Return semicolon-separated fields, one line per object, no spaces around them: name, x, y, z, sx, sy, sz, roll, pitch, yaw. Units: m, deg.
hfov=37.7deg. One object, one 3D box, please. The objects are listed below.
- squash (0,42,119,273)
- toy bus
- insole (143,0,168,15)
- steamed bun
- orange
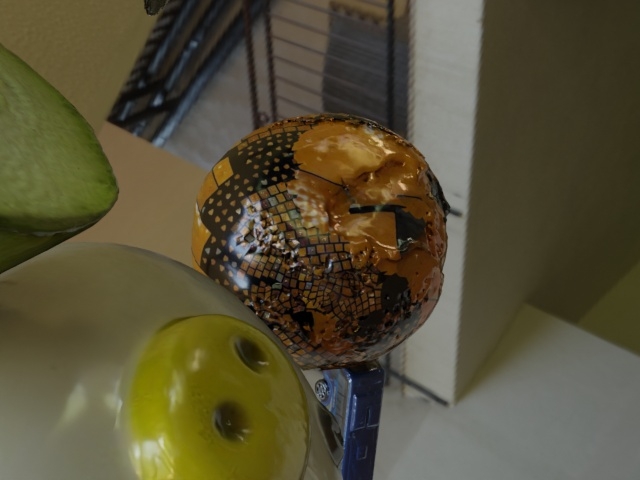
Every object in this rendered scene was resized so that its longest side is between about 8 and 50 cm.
squash;-0.194;-0.072;0.371;0.133;0.220;0.220;-28;-24;25
toy bus;0.027;0.178;0.892;0.051;0.061;0.152;-6;-70;-33
insole;-0.047;-0.259;0.527;0.111;0.007;0.327;109;176;-65
steamed bun;-0.138;0.174;0.513;0.374;0.334;0.333;-75;-12;-56
orange;0.000;0.000;0.825;0.234;0.234;0.182;-43;-6;-28
